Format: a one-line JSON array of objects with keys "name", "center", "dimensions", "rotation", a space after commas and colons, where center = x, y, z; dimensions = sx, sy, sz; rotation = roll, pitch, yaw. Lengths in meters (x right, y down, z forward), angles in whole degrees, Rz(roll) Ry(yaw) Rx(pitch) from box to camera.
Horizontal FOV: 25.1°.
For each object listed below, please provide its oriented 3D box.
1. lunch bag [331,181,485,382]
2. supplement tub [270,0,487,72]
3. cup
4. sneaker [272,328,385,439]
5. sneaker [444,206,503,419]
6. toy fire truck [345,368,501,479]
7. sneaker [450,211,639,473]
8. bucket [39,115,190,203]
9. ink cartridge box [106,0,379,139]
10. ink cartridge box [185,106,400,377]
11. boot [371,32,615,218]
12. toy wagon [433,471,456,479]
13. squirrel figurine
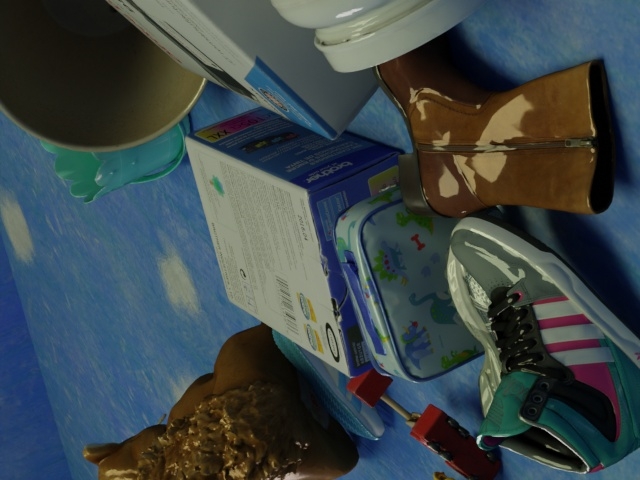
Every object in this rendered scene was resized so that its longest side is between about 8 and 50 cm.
[{"name": "lunch bag", "center": [0.114, 0.042, 1.644], "dimensions": [0.090, 0.176, 0.219], "rotation": [5, 117, 63]}, {"name": "supplement tub", "center": [0.016, -0.351, 1.353], "dimensions": [0.331, 0.241, 0.241], "rotation": [58, 160, -19]}, {"name": "cup", "center": [-0.330, -0.331, 2.114], "dimensions": [0.237, 0.331, 0.331], "rotation": [-103, 6, -54]}, {"name": "sneaker", "center": [0.032, 0.189, 2.067], "dimensions": [0.228, 0.092, 0.087], "rotation": [55, 157, -13]}, {"name": "sneaker", "center": [0.231, 0.088, 1.572], "dimensions": [0.122, 0.110, 0.283], "rotation": [-9, 102, 42]}, {"name": "toy fire truck", "center": [0.133, 0.237, 1.840], "dimensions": [0.192, 0.047, 0.135], "rotation": [42, 170, -33]}, {"name": "sneaker", "center": [0.204, 0.124, 1.445], "dimensions": [0.295, 0.178, 0.124], "rotation": [44, 159, 10]}, {"name": "bucket", "center": [-0.349, -0.213, 2.359], "dimensions": [0.281, 0.183, 0.281], "rotation": [47, 151, 37]}, {"name": "ink cartridge box", "center": [-0.120, -0.302, 1.681], "dimensions": [0.285, 0.166, 0.395], "rotation": [41, 174, -36]}, {"name": "ink cartridge box", "center": [0.000, 0.000, 1.872], "dimensions": [0.395, 0.151, 0.270], "rotation": [29, 138, 55]}, {"name": "boot", "center": [0.170, -0.151, 1.453], "dimensions": [0.280, 0.096, 0.264], "rotation": [-3, 90, 57]}, {"name": "toy wagon", "center": [0.195, 0.445, 1.911], "dimensions": [0.267, 0.068, 0.344], "rotation": [-115, 16, -53]}, {"name": "squirrel figurine", "center": [-0.179, 0.316, 2.126], "dimensions": [0.281, 0.370, 0.397], "rotation": [64, -168, -5]}]
